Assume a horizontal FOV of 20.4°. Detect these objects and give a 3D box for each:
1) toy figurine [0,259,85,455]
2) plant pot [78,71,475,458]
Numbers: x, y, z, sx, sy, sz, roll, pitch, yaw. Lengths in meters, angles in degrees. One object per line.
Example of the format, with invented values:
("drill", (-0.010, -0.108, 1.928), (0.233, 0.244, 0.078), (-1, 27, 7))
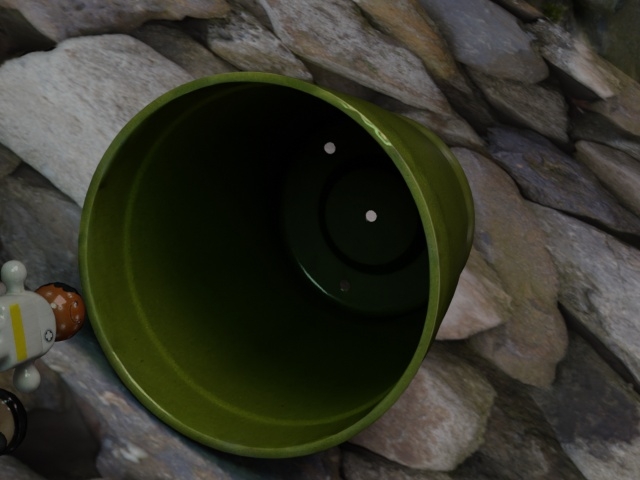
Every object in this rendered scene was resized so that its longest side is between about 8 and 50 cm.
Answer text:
("toy figurine", (-0.310, 0.070, 1.450), (0.213, 0.209, 0.148), (41, 26, 15))
("plant pot", (0.000, 0.000, 1.817), (0.366, 0.366, 0.353), (38, 20, 12))
